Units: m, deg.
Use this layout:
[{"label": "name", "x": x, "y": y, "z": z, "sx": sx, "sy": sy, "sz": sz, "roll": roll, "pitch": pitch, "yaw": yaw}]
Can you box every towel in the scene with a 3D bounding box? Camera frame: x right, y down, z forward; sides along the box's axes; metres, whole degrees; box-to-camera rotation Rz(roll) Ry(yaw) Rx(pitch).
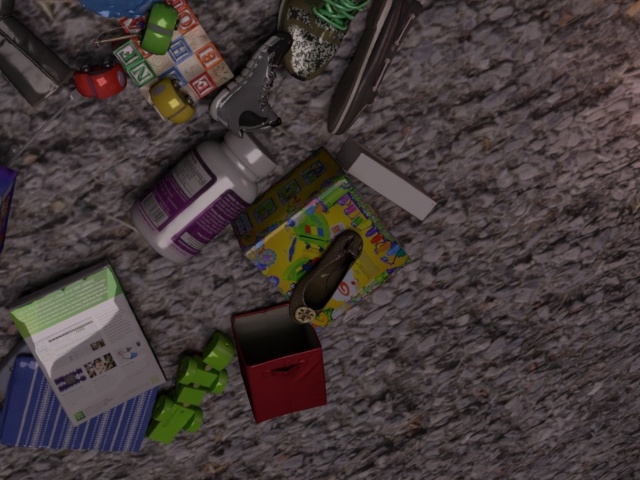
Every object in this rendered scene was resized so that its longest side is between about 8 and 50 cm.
[{"label": "towel", "x": -0.563, "y": 0.386, "z": 1.871, "sx": 0.336, "sy": 0.040, "sz": 0.243, "roll": 11, "pitch": 111, "yaw": -24}]

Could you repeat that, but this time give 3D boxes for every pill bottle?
[{"label": "pill bottle", "x": -0.241, "y": -0.105, "z": 1.691, "sx": 0.301, "sy": 0.169, "sz": 0.169, "roll": -41, "pitch": 121, "yaw": 6}]

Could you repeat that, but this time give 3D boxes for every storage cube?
[{"label": "storage cube", "x": -0.101, "y": 0.293, "z": 1.926, "sx": 0.184, "sy": 0.215, "sz": 0.193, "roll": -13, "pitch": 126, "yaw": -11}]

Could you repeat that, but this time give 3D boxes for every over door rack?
[{"label": "over door rack", "x": -0.628, "y": -0.275, "z": 1.524, "sx": 0.324, "sy": 0.108, "sz": 0.239, "roll": -46, "pitch": 122, "yaw": -8}]

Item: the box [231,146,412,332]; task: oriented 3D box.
[{"label": "box", "x": 0.000, "y": 0.000, "z": 1.819, "sx": 0.279, "sy": 0.177, "sz": 0.290, "roll": -37, "pitch": 122, "yaw": 4}]

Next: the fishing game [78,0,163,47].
[{"label": "fishing game", "x": -0.359, "y": -0.486, "z": 1.423, "sx": 0.189, "sy": 0.041, "sz": 0.264, "roll": -16, "pitch": 129, "yaw": -6}]

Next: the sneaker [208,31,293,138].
[{"label": "sneaker", "x": -0.106, "y": -0.296, "z": 1.597, "sx": 0.132, "sy": 0.086, "sz": 0.228, "roll": 45, "pitch": 100, "yaw": 10}]

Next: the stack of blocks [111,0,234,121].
[{"label": "stack of blocks", "x": -0.322, "y": -0.404, "z": 1.553, "sx": 0.171, "sy": 0.087, "sz": 0.297, "roll": -32, "pitch": 122, "yaw": 1}]

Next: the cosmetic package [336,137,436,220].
[{"label": "cosmetic package", "x": 0.151, "y": -0.139, "z": 1.840, "sx": 0.239, "sy": 0.099, "sz": 0.060, "roll": 30, "pitch": 104, "yaw": -28}]

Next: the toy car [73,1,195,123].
[{"label": "toy car", "x": -0.323, "y": -0.333, "z": 1.490, "sx": 0.239, "sy": 0.053, "sz": 0.225, "roll": 15, "pitch": 121, "yaw": -20}]

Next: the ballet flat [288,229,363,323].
[{"label": "ballet flat", "x": 0.014, "y": 0.087, "z": 1.733, "sx": 0.084, "sy": 0.058, "sz": 0.250, "roll": 29, "pitch": 106, "yaw": -28}]

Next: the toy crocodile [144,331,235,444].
[{"label": "toy crocodile", "x": -0.325, "y": 0.369, "z": 1.964, "sx": 0.115, "sy": 0.105, "sz": 0.340, "roll": 23, "pitch": 112, "yaw": -27}]

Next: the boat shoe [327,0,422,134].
[{"label": "boat shoe", "x": 0.117, "y": -0.369, "z": 1.700, "sx": 0.095, "sy": 0.112, "sz": 0.335, "roll": 17, "pitch": 107, "yaw": -20}]

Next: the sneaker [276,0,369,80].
[{"label": "sneaker", "x": 0.044, "y": -0.496, "z": 1.566, "sx": 0.158, "sy": 0.182, "sz": 0.410, "roll": 19, "pitch": 111, "yaw": -25}]

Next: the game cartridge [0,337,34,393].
[{"label": "game cartridge", "x": -0.592, "y": 0.272, "z": 1.846, "sx": 0.297, "sy": 0.062, "sz": 0.198, "roll": -37, "pitch": 118, "yaw": 4}]

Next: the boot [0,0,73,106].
[{"label": "boot", "x": -0.529, "y": -0.373, "z": 1.439, "sx": 0.189, "sy": 0.076, "sz": 0.208, "roll": -42, "pitch": 115, "yaw": 6}]

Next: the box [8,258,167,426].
[{"label": "box", "x": -0.511, "y": 0.229, "z": 1.774, "sx": 0.232, "sy": 0.058, "sz": 0.322, "roll": -25, "pitch": 115, "yaw": -13}]

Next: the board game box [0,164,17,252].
[{"label": "board game box", "x": -0.760, "y": -0.094, "z": 1.482, "sx": 0.347, "sy": 0.078, "sz": 0.233, "roll": 22, "pitch": 133, "yaw": -10}]
